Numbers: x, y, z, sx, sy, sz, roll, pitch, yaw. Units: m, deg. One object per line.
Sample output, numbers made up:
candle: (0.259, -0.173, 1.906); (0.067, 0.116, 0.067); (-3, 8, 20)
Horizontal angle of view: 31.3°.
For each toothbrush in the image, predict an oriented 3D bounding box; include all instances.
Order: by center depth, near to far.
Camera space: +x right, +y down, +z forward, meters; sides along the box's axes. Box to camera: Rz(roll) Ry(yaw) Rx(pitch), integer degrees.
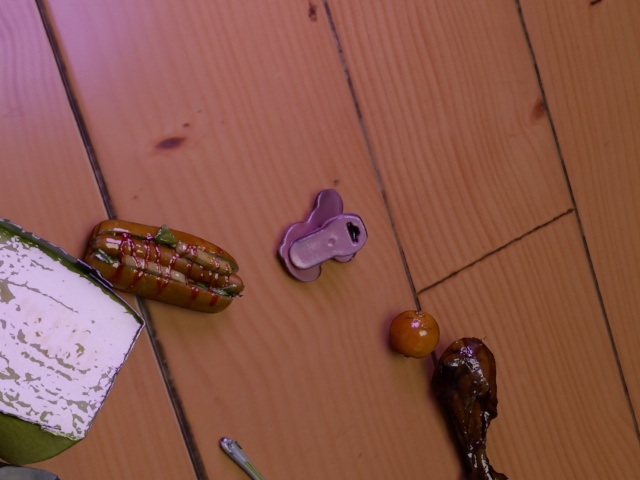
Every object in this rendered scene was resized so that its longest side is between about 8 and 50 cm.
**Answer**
toothbrush: (-0.060, 0.374, 1.661); (0.263, 0.026, 0.022); (52, 49, -24)

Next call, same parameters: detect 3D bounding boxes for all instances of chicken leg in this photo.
chicken leg: (0.251, 0.308, 1.906); (0.113, 0.093, 0.304); (-13, 102, -23)

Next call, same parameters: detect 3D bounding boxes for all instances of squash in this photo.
squash: (-0.394, 0.074, 1.295); (0.309, 0.210, 0.233); (53, 41, -28)

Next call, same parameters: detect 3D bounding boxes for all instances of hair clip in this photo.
hair clip: (-0.003, -0.001, 1.754); (0.138, 0.102, 0.123); (-28, 103, -6)

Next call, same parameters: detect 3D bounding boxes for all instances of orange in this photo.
orange: (0.150, 0.151, 1.832); (0.084, 0.083, 0.083); (6, 81, -40)

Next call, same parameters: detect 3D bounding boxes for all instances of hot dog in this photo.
hot dog: (-0.200, 0.035, 1.551); (0.250, 0.076, 0.104); (20, 71, -35)

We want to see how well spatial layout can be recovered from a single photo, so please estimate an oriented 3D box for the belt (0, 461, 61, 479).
belt: (-0.406, 0.423, 1.302); (0.212, 0.117, 0.347); (33, 66, -34)
